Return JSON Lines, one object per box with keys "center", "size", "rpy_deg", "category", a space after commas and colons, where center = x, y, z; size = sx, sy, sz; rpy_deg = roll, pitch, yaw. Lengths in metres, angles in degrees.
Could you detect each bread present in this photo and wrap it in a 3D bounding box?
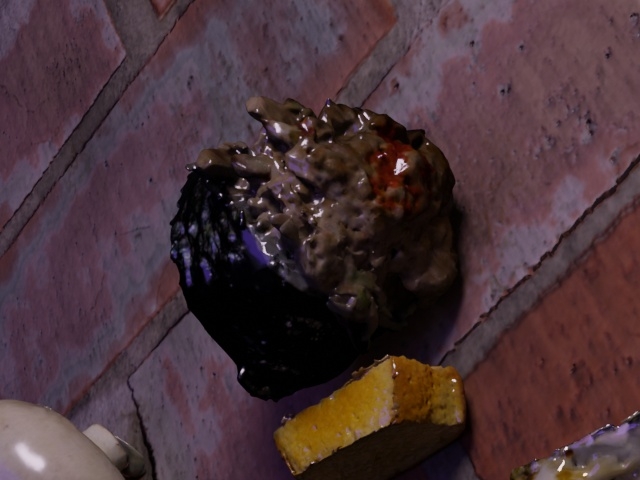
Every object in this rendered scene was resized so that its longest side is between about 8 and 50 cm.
{"center": [0.038, 0.166, 1.339], "size": [0.187, 0.103, 0.065], "rpy_deg": [-32, 55, 31], "category": "bread"}

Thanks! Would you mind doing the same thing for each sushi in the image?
{"center": [0.004, -0.002, 1.353], "size": [0.219, 0.238, 0.225], "rpy_deg": [-30, 71, 31], "category": "sushi"}

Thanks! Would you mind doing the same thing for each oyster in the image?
{"center": [0.240, 0.194, 1.131], "size": [0.209, 0.072, 0.133], "rpy_deg": [-21, 51, 20], "category": "oyster"}

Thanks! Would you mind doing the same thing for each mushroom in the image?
{"center": [-0.277, 0.264, 1.596], "size": [0.246, 0.202, 0.246], "rpy_deg": [24, 132, 30], "category": "mushroom"}
